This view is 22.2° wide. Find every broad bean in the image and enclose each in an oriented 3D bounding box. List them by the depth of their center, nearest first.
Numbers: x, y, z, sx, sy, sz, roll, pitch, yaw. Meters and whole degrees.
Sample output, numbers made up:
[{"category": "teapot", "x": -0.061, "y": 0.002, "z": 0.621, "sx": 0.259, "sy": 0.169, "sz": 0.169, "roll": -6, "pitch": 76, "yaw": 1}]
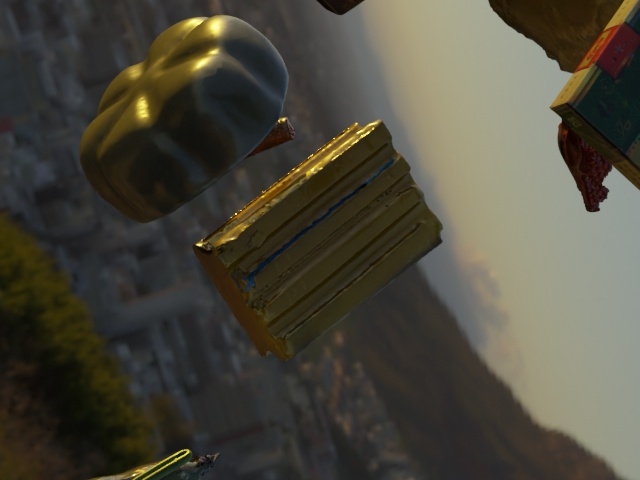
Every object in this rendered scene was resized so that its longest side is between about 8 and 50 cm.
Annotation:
[{"category": "broad bean", "x": -0.289, "y": 0.360, "z": 2.319, "sx": 0.061, "sy": 0.339, "sz": 0.077, "roll": 71, "pitch": -25, "yaw": 15}]

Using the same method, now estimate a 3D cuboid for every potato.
[{"category": "potato", "x": 0.270, "y": -0.294, "z": 1.557, "sx": 0.246, "sy": 0.196, "sz": 0.299, "roll": -62, "pitch": -177, "yaw": -28}]

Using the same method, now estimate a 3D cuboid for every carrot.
[{"category": "carrot", "x": -0.115, "y": -0.132, "z": 2.241, "sx": 0.055, "sy": 0.161, "sz": 0.055, "roll": -20, "pitch": 90, "yaw": -80}]

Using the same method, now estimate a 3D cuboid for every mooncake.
[{"category": "mooncake", "x": -0.161, "y": -0.144, "z": 1.877, "sx": 0.135, "sy": 0.275, "sz": 0.275, "roll": 45, "pitch": 14, "yaw": -22}]

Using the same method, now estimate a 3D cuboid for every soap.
[{"category": "soap", "x": 0.000, "y": 0.000, "z": 2.260, "sx": 0.096, "sy": 0.324, "sz": 0.204, "roll": 1, "pitch": -55, "yaw": 61}]

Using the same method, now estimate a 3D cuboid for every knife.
[{"category": "knife", "x": -0.223, "y": 0.288, "z": 1.862, "sx": 0.022, "sy": 0.184, "sz": 0.026, "roll": 36, "pitch": -34, "yaw": 43}]

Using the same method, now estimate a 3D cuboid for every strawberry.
[{"category": "strawberry", "x": 0.320, "y": -0.105, "z": 1.999, "sx": 0.104, "sy": 0.048, "sz": 0.152, "roll": -129, "pitch": -151, "yaw": -71}]

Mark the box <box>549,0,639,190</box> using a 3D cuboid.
[{"category": "box", "x": 0.306, "y": -0.081, "z": 1.313, "sx": 0.235, "sy": 0.132, "sz": 0.034, "roll": 41, "pitch": -17, "yaw": -13}]

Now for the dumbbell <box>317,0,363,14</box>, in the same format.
[{"category": "dumbbell", "x": 0.082, "y": -0.299, "z": 1.500, "sx": 0.082, "sy": 0.231, "sz": 0.092, "roll": 53, "pitch": 24, "yaw": -13}]
